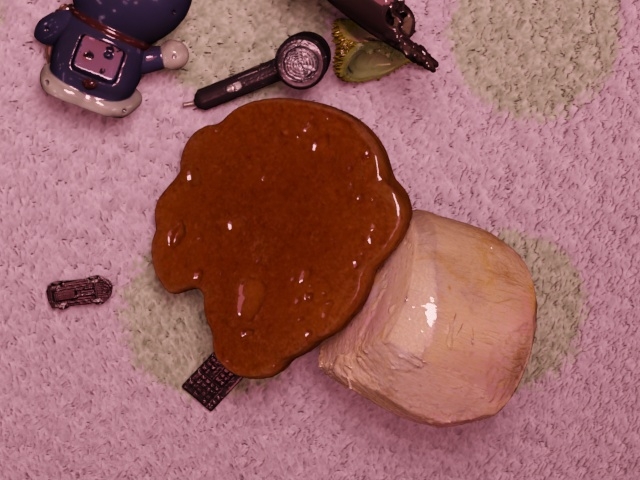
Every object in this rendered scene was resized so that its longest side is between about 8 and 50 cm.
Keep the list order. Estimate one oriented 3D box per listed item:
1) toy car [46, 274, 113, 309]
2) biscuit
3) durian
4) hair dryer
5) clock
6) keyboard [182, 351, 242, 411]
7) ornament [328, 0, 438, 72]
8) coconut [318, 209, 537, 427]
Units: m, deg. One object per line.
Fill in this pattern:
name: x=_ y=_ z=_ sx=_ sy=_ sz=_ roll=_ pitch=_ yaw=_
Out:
toy car: x=-0.340 y=0.072 z=1.472 sx=0.093 sy=0.025 sz=0.041 roll=-8 pitch=104 yaw=-6
biscuit: x=-0.064 y=-0.004 z=1.405 sx=0.358 sy=0.074 sz=0.381 roll=17 pitch=98 yaw=23
durian: x=0.074 y=-0.258 z=1.442 sx=0.215 sy=0.100 sz=0.086 roll=-5 pitch=105 yaw=-56
hair dryer: x=-0.091 y=-0.223 z=1.427 sx=0.219 sy=0.124 sz=0.072 roll=-19 pitch=102 yaw=10
clock: x=-0.261 y=-0.288 z=1.360 sx=0.199 sy=0.146 sz=0.243 roll=23 pitch=103 yaw=-10
keyboard: x=-0.114 y=0.161 z=1.539 sx=0.061 sy=0.013 sz=0.204 roll=43 pitch=91 yaw=-15
ornament: x=0.060 y=-0.329 z=1.360 sx=0.260 sy=0.251 sz=0.106 roll=34 pitch=109 yaw=-15
coconut: x=0.165 y=0.116 z=1.442 sx=0.254 sy=0.297 sz=0.297 roll=27 pitch=95 yaw=-23
